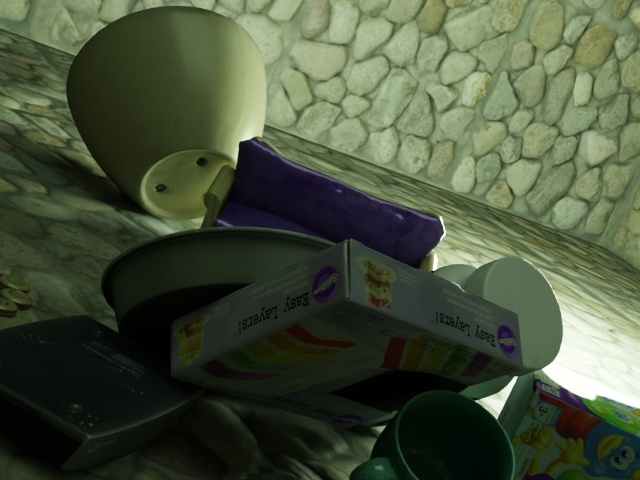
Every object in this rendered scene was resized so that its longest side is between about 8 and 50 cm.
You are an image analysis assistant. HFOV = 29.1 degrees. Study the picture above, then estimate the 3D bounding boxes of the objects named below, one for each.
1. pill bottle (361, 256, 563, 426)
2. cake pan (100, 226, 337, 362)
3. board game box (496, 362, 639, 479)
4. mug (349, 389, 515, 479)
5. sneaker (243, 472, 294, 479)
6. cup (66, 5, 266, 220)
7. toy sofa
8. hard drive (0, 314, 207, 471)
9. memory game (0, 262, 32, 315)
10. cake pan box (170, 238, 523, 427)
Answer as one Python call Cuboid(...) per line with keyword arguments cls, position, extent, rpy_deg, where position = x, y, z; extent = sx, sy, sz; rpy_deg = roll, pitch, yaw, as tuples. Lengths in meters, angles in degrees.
Cuboid(cls="pill bottle", position=(0.131, 0.113, 1.383), extent=(0.153, 0.153, 0.264), rpy_deg=(15, -26, -38))
Cuboid(cls="cake pan", position=(-0.082, 0.075, 1.279), extent=(0.293, 0.293, 0.054), rpy_deg=(17, 58, -30))
Cuboid(cls="board game box", position=(0.328, 0.258, 1.347), extent=(0.275, 0.144, 0.142), rpy_deg=(24, 12, 1))
Cuboid(cls="mug", position=(0.102, 0.224, 1.224), extent=(0.157, 0.097, 0.129), rpy_deg=(20, 47, -10))
Cuboid(cls="sneaker", position=(0.030, 0.280, 0.925), extent=(0.286, 0.109, 0.130), rpy_deg=(18, 16, 18))
Cuboid(cls="cup", position=(-0.229, -0.174, 1.975), extent=(0.331, 0.331, 0.237), rpy_deg=(16, 41, -34))
Cuboid(cls="toy sofa", position=(0.000, 0.000, 1.830), extent=(0.362, 0.177, 0.150), rpy_deg=(24, 22, -2))
Cuboid(cls="hard drive", position=(-0.221, 0.136, 1.131), extent=(0.172, 0.054, 0.254), rpy_deg=(27, 11, 14))
Cuboid(cls="memory game", position=(-0.400, 0.034, 1.334), extent=(0.186, 0.012, 0.186), rpy_deg=(23, 12, -5))
Cuboid(cls="cake pan box", position=(0.028, 0.102, 1.203), extent=(0.245, 0.070, 0.267), rpy_deg=(-23, -33, 38))
